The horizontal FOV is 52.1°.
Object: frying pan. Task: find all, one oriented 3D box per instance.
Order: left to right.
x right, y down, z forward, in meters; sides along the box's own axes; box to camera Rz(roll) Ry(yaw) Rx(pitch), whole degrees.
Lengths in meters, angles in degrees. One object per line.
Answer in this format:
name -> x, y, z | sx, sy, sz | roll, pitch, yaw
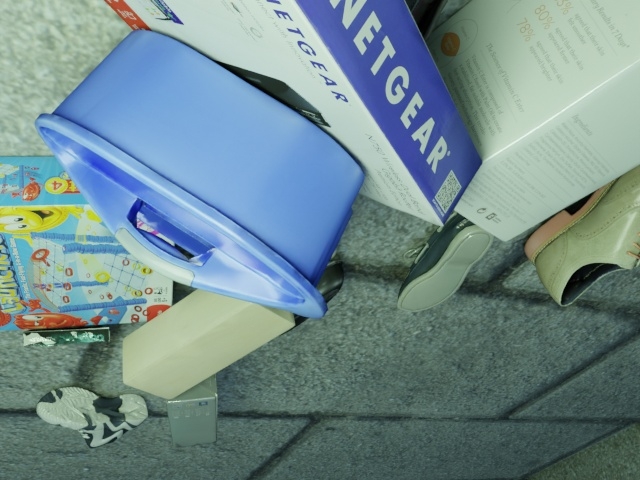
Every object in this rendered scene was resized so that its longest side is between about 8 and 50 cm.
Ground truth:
frying pan -> -0.082, 0.135, 1.101 | 0.326, 0.053, 0.197 | -33, 168, -26

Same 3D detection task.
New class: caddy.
caddy -> -0.121, -0.045, 0.667 | 0.341, 0.179, 0.241 | 32, 165, 6

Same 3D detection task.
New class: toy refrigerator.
toy refrigerator -> -0.180, 0.141, 1.027 | 0.270, 0.094, 0.102 | -34, 138, 21

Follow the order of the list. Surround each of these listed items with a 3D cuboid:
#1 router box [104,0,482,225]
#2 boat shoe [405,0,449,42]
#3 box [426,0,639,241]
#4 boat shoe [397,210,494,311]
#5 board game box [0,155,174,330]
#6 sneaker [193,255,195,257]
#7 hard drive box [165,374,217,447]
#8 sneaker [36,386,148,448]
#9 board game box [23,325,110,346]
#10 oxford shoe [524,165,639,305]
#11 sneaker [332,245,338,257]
router box -> -0.038, -0.170, 0.611 | 0.082, 0.301, 0.335 | -57, 141, -9
boat shoe -> 0.096, -0.263, 0.677 | 0.112, 0.095, 0.335 | 2, 143, -20
box -> 0.278, -0.191, 0.735 | 0.345, 0.214, 0.168 | -34, 140, 29
boat shoe -> 0.206, 0.035, 1.151 | 0.095, 0.079, 0.254 | 5, 139, -20
board game box -> -0.364, 0.013, 0.932 | 0.302, 0.086, 0.308 | -2, 144, -15
sneaker -> -0.149, 0.065, 1.079 | 0.084, 0.083, 0.214 | -15, 144, 6
hard drive box -> -0.247, 0.266, 1.246 | 0.089, 0.181, 0.232 | -4, 144, -11
sneaker -> -0.512, 0.395, 1.419 | 0.235, 0.094, 0.153 | 10, 132, -44
board game box -> -0.423, 0.159, 1.093 | 0.126, 0.026, 0.186 | 0, 173, -21
oxford shoe -> 0.527, -0.031, 1.098 | 0.141, 0.146, 0.397 | 10, 139, -29
sneaker -> 0.000, 0.000, 1.038 | 0.057, 0.075, 0.161 | -12, 145, -1
